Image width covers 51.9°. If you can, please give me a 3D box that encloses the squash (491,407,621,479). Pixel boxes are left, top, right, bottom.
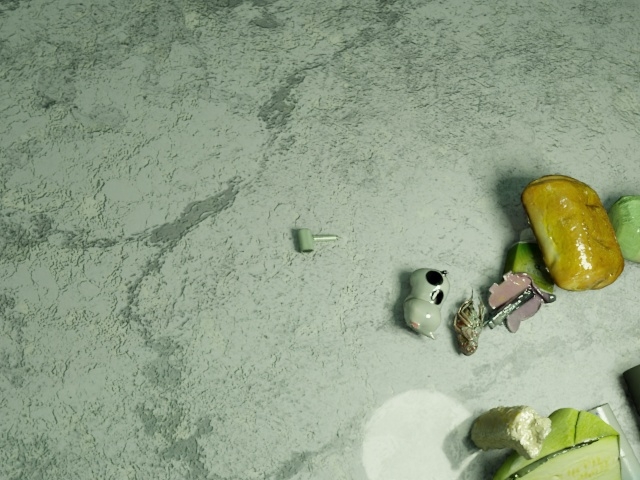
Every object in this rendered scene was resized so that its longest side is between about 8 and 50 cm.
[{"bbox_3d":[0.538,0.571,1.556,0.309,0.234,0.210,-37,37,-28],"label":"squash"}]

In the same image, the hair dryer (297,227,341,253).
[{"bbox_3d":[0.000,0.000,1.782,0.124,0.038,0.063,-3,70,-22],"label":"hair dryer"}]

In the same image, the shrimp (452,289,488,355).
[{"bbox_3d":[0.399,0.215,1.757,0.075,0.073,0.190,37,54,-32],"label":"shrimp"}]

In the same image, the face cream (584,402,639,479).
[{"bbox_3d":[0.768,0.552,1.697,0.077,0.077,0.250,-15,71,-18],"label":"face cream"}]

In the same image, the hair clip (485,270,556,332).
[{"bbox_3d":[0.519,0.167,1.775,0.187,0.056,0.146,-44,94,7],"label":"hair clip"}]

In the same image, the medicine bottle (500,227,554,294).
[{"bbox_3d":[0.595,0.065,1.856,0.132,0.088,0.189,20,65,-2],"label":"medicine bottle"}]

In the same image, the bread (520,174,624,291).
[{"bbox_3d":[0.723,-0.028,1.825,0.328,0.148,0.337,5,65,-45],"label":"bread"}]

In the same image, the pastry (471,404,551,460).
[{"bbox_3d":[0.450,0.455,1.573,0.089,0.258,0.121,32,74,-2],"label":"pastry"}]

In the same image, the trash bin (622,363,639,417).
[{"bbox_3d":[0.936,0.473,1.697,0.214,0.214,0.334,-10,66,-16],"label":"trash bin"}]

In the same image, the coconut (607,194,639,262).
[{"bbox_3d":[0.963,-0.029,1.920,0.235,0.236,0.205,7,101,-10],"label":"coconut"}]

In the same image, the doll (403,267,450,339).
[{"bbox_3d":[0.278,0.162,1.736,0.110,0.107,0.181,30,69,-23],"label":"doll"}]
